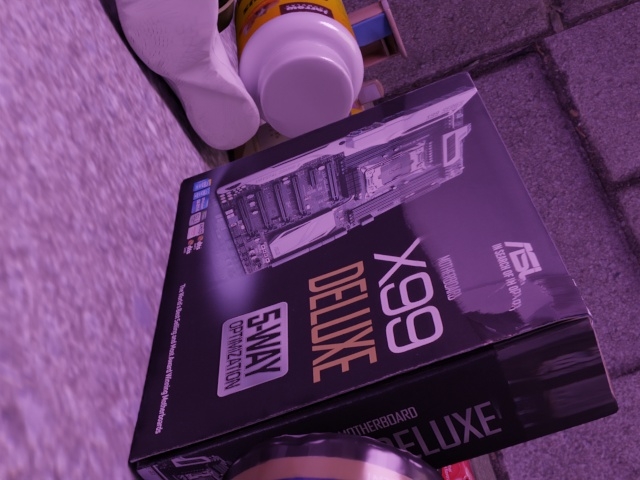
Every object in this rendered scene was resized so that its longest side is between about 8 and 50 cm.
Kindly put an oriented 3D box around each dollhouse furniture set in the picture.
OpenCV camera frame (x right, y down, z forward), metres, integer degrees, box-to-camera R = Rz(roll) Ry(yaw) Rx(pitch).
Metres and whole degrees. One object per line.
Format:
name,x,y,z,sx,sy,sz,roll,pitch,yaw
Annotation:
dollhouse furniture set,0.100,-0.268,1.715,0.286,0.198,0.303,57,16,-51

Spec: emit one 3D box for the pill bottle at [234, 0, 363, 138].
pill bottle,-0.023,-0.185,0.848,0.215,0.117,0.117,-102,167,-54

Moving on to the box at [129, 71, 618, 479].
box,0.021,0.020,0.564,0.307,0.242,0.077,-94,161,-57

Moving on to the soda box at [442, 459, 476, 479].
soda box,0.147,0.262,1.203,0.263,0.092,0.083,-97,164,-55

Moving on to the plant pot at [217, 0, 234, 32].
plant pot,-0.116,-0.242,0.862,0.079,0.083,0.083,89,-18,-80

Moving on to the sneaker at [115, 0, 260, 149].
sneaker,-0.120,-0.176,0.734,0.212,0.080,0.094,69,-5,-46

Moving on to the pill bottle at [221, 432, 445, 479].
pill bottle,-0.004,0.201,0.356,0.219,0.122,0.123,-80,150,-47

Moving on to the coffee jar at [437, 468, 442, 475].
coffee jar,0.055,0.205,0.810,0.096,0.079,0.184,-66,147,-26

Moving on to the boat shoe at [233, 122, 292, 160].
boat shoe,0.000,0.000,0.935,0.105,0.089,0.285,-93,161,-60
